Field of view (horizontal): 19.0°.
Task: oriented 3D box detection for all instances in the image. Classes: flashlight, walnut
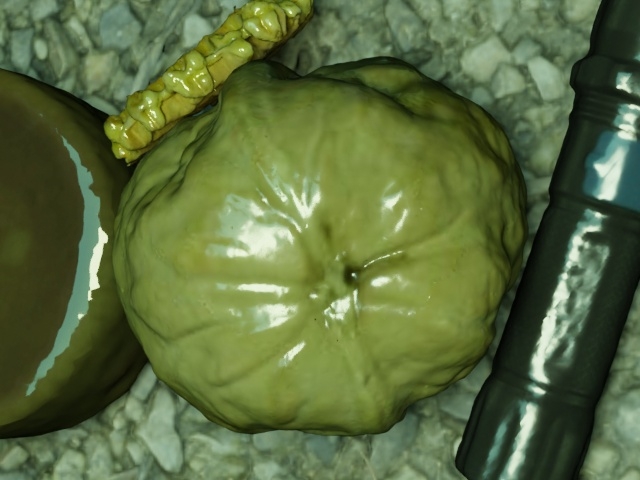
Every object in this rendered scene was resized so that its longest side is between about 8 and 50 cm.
[{"bbox_3d":[0.200,-0.008,1.362,0.103,0.103,0.424,18,92,21],"label":"flashlight"},{"bbox_3d":[0.002,-0.001,1.328,0.253,0.277,0.282,40,107,-15],"label":"walnut"}]

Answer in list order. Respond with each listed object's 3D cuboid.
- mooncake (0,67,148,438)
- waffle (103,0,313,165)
[{"bbox_3d":[-0.252,0.013,1.483,0.284,0.155,0.284,-2,85,17],"label":"mooncake"},{"bbox_3d":[-0.082,-0.128,1.424,0.192,0.160,0.046,-40,93,1],"label":"waffle"}]
